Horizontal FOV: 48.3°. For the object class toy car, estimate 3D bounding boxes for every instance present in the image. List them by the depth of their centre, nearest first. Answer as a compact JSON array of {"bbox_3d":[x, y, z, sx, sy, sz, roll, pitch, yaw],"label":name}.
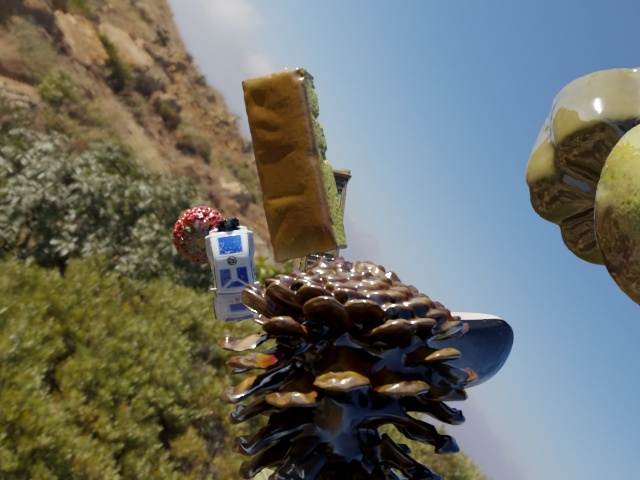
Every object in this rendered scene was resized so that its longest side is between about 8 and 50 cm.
[{"bbox_3d":[-0.141,0.048,1.156,0.070,0.080,0.171,-150,-126,-81],"label":"toy car"}]

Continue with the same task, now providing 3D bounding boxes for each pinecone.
[{"bbox_3d":[0.024,0.161,0.662,0.246,0.246,0.292,0,91,-88],"label":"pinecone"}]

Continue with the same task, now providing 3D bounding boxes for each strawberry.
[{"bbox_3d":[-0.283,-0.009,1.685,0.145,0.145,0.086,54,8,-23],"label":"strawberry"}]

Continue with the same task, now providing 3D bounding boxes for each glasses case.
[{"bbox_3d":[0.161,0.167,1.062,0.314,0.122,0.075,2,25,-31],"label":"glasses case"}]

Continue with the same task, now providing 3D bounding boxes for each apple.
[{"bbox_3d":[0.439,-0.018,0.866,0.120,0.193,0.265,-37,121,-79],"label":"apple"}]

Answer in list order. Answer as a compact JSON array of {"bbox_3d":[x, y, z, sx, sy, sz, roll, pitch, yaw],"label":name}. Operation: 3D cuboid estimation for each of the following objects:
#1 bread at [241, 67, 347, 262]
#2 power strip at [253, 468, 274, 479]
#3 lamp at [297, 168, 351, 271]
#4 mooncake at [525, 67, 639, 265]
[{"bbox_3d":[-0.050,-0.146,1.369,0.077,0.138,0.361,-2,80,-62],"label":"bread"},{"bbox_3d":[-0.035,0.520,1.227,0.092,0.066,0.387,28,7,-23],"label":"power strip"},{"bbox_3d":[0.000,0.000,1.535,0.090,0.089,0.325,120,-21,-65],"label":"lamp"},{"bbox_3d":[0.720,-0.165,1.645,0.467,0.467,0.262,54,36,-26],"label":"mooncake"}]
